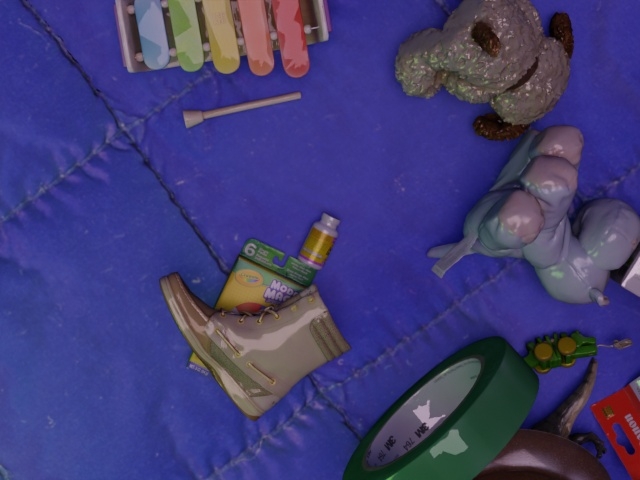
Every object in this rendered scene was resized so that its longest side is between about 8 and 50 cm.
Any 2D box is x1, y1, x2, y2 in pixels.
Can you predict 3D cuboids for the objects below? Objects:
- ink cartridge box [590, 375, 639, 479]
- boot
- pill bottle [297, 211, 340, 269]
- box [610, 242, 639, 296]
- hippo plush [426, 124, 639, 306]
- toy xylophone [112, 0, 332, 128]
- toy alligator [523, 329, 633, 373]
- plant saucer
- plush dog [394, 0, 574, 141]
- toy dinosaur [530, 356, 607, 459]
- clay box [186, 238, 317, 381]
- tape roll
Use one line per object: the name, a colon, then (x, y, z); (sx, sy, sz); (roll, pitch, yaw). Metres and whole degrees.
ink cartridge box: (0.532, 0.272, 1.947); (0.179, 0.045, 0.145); (-29, 69, 2)
boot: (-0.097, 0.113, 1.861); (0.203, 0.095, 0.262); (-35, 101, 3)
pill bottle: (0.000, 0.000, 1.929); (0.043, 0.043, 0.083); (25, 97, -4)
box: (0.554, 0.064, 1.912); (0.203, 0.114, 0.103); (30, 97, -5)
hippo plush: (0.345, 0.002, 1.834); (0.236, 0.234, 0.294); (37, 100, -8)
toy xylophone: (-0.136, -0.302, 1.868); (0.322, 0.081, 0.236); (-17, 98, 2)
toy alligator: (0.389, 0.164, 1.957); (0.189, 0.056, 0.051); (-15, 57, 1)
plant saucer: (0.295, 0.415, 1.917); (0.310, 0.050, 0.311); (2, 125, 4)
plush dog: (0.276, -0.269, 1.843); (0.225, 0.210, 0.262); (32, 99, -32)
toy dinosaur: (0.376, 0.319, 1.962); (0.268, 0.064, 0.118); (-46, 73, 3)
clay box: (-0.104, 0.121, 1.938); (0.127, 0.053, 0.222); (25, 97, -5)
tape roll: (0.173, 0.276, 1.830); (0.321, 0.321, 0.077); (-43, 97, 4)
